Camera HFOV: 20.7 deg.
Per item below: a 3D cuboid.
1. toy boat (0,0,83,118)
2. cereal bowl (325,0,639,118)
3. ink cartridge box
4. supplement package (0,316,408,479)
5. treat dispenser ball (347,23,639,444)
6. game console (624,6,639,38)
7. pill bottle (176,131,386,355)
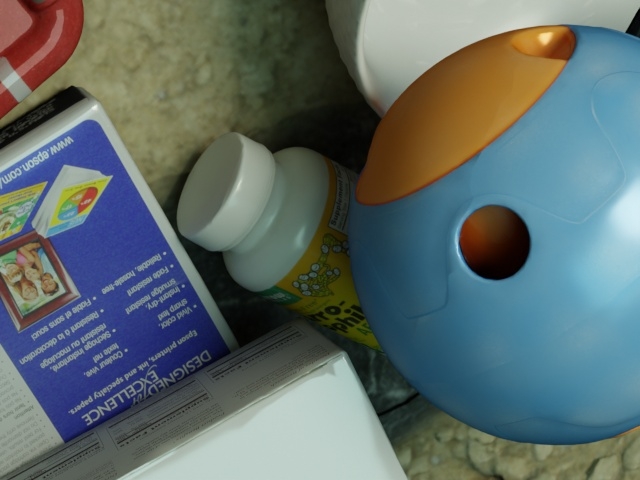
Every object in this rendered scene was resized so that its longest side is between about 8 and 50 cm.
[{"bbox_3d":[-0.260,-0.123,1.167,0.231,0.151,0.151,-42,117,-6],"label":"toy boat"},{"bbox_3d":[0.147,-0.233,1.276,0.339,0.141,0.339,-20,144,-15],"label":"cereal bowl"},{"bbox_3d":[-0.229,0.091,1.301,0.303,0.072,0.307,-33,119,-11],"label":"ink cartridge box"},{"bbox_3d":[-0.068,0.214,1.262,0.262,0.145,0.204,-28,103,-8],"label":"supplement package"},{"bbox_3d":[0.162,-0.004,1.199,0.288,0.288,0.288,-7,109,-21],"label":"treat dispenser ball"},{"bbox_3d":[0.240,-0.032,1.383,0.213,0.044,0.361,16,124,-16],"label":"game console"},{"bbox_3d":[0.000,0.000,1.336,0.208,0.117,0.118,28,95,-28],"label":"pill bottle"}]
